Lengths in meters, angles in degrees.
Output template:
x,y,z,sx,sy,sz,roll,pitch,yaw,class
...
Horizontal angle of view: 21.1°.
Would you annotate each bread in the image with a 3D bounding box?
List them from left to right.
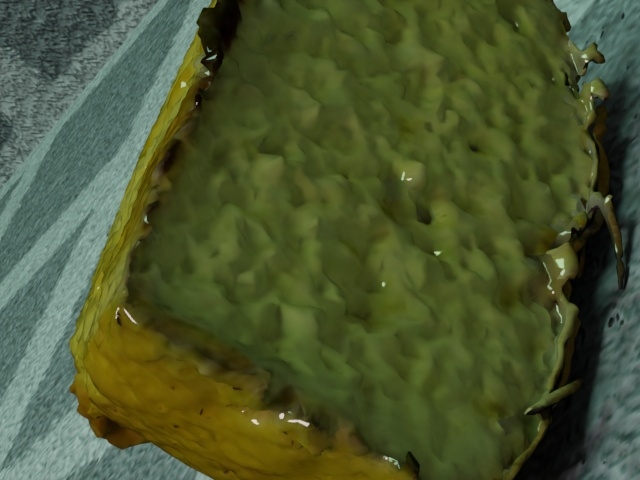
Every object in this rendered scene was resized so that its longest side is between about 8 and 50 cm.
x,y,z,sx,sy,sz,roll,pitch,yaw,class
0.001,0.004,0.591,0.147,0.160,0.260,-49,21,43,bread
